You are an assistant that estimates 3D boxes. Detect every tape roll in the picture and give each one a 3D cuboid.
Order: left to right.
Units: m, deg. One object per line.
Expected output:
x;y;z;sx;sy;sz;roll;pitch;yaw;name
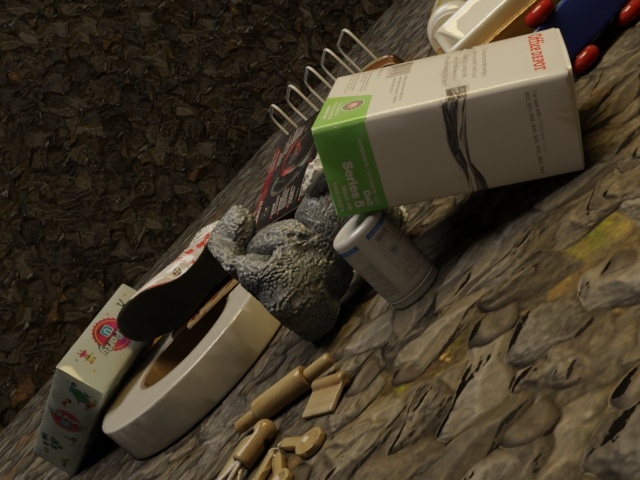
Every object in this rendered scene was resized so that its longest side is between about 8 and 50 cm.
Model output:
-0.202;0.187;1.396;0.392;0.072;0.392;-43;12;12;tape roll

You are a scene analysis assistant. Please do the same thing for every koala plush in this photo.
0.000;0.000;1.103;0.221;0.196;0.203;-47;23;-2;koala plush

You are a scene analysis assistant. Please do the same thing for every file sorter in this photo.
0.022;-0.356;2.107;0.277;0.173;0.193;-47;1;-5;file sorter

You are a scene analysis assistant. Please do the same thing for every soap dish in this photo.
0.305;-0.352;1.376;0.229;0.118;0.291;-42;13;15;soap dish

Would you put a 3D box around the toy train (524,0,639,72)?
0.307;-0.261;1.145;0.248;0.105;0.143;-46;2;-4;toy train

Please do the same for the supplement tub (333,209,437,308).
0.073;0.019;0.960;0.071;0.107;0.071;-42;13;12;supplement tub

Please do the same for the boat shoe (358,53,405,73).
0.083;-0.267;1.862;0.324;0.122;0.120;-45;15;40;boat shoe

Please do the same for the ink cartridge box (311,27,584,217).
0.147;-0.137;0.958;0.273;0.114;0.198;-10;24;16;ink cartridge box

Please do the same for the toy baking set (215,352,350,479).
-0.071;0.227;0.935;0.256;0.030;0.197;-39;14;28;toy baking set

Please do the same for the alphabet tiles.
-0.191;0.083;1.508;0.198;0.009;0.237;-44;13;3;alphabet tiles

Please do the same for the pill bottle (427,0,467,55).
0.283;-0.448;1.754;0.119;0.119;0.208;-39;14;26;pill bottle

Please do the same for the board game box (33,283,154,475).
-0.406;0.259;1.549;0.303;0.097;0.224;-60;0;43;board game box

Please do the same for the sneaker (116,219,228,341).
-0.233;0.066;1.479;0.270;0.090;0.145;-41;11;5;sneaker

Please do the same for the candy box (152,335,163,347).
-0.404;0.221;1.896;0.183;0.087;0.316;-45;13;3;candy box

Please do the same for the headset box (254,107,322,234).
-0.002;-0.107;1.464;0.293;0.110;0.218;-29;39;52;headset box

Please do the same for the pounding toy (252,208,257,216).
-0.108;-0.033;1.740;0.206;0.094;0.181;-34;17;41;pounding toy
